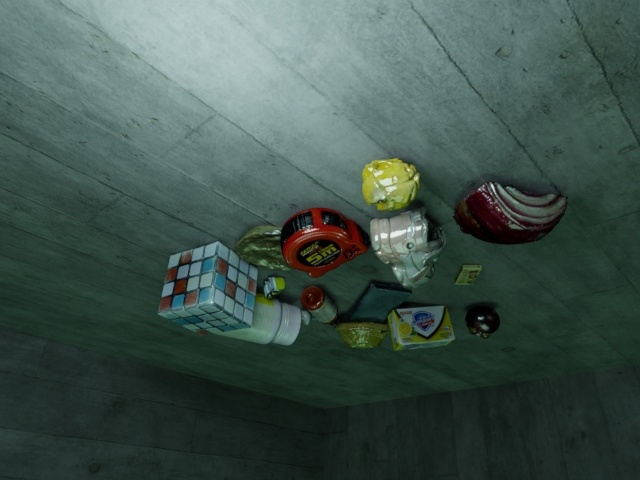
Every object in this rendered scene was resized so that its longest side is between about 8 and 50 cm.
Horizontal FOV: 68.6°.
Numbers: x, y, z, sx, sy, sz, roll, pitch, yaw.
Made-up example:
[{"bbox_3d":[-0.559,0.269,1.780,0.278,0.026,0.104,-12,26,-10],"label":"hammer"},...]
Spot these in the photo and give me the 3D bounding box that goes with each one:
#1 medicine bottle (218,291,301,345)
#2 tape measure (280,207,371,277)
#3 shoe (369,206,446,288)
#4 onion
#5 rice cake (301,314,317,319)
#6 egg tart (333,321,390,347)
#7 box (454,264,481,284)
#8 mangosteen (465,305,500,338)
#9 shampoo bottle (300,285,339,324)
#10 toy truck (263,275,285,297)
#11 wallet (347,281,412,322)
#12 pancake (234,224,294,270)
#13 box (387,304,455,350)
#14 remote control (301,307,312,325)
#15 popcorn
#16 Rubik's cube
[{"bbox_3d":[-0.291,0.332,2.038,0.378,0.214,0.213,19,146,-26],"label":"medicine bottle"},{"bbox_3d":[-0.001,0.000,1.516,0.253,0.114,0.260,-31,136,24],"label":"tape measure"},{"bbox_3d":[0.316,0.032,1.525,0.198,0.172,0.351,-21,145,29],"label":"shoe"},{"bbox_3d":[0.563,-0.045,1.407,0.314,0.146,0.280,2,154,-9],"label":"onion"},{"bbox_3d":[-0.006,0.369,2.261,0.180,0.030,0.042,3,163,-1],"label":"rice cake"},{"bbox_3d":[0.205,0.459,2.275,0.290,0.115,0.290,1,163,0],"label":"egg tart"},{"bbox_3d":[0.575,0.134,1.830,0.073,0.020,0.149,1,149,3],"label":"box"},{"bbox_3d":[0.723,0.368,2.096,0.152,0.152,0.152,2,150,1],"label":"mangosteen"},{"bbox_3d":[0.012,0.302,2.073,0.104,0.104,0.278,-9,148,19],"label":"shampoo bottle"},{"bbox_3d":[-0.190,0.194,1.946,0.077,0.076,0.111,-4,157,-31],"label":"toy truck"},{"bbox_3d":[0.253,0.282,2.081,0.190,0.046,0.379,8,149,-11],"label":"wallet"},{"bbox_3d":[-0.165,0.027,1.670,0.294,0.049,0.294,2,151,1],"label":"pancake"},{"bbox_3d":[0.447,0.391,2.101,0.265,0.168,0.097,-1,153,-11],"label":"box"},{"bbox_3d":[-0.061,0.337,2.101,0.044,0.073,0.229,-17,176,-3],"label":"remote control"},{"bbox_3d":[0.187,-0.149,1.264,0.167,0.152,0.148,14,120,28],"label":"popcorn"},{"bbox_3d":[-0.413,0.188,1.762,0.256,0.253,0.259,-14,147,25],"label":"Rubik's cube"}]
